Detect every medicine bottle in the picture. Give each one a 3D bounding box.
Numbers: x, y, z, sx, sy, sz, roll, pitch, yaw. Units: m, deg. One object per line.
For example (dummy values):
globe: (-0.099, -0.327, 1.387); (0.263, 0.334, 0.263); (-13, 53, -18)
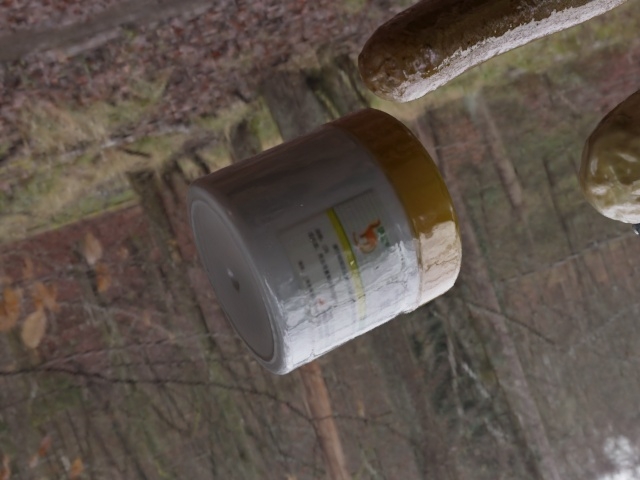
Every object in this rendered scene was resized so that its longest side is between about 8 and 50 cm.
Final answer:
medicine bottle: (0.000, 0.000, 0.937); (0.232, 0.238, 0.238); (-26, -173, -20)

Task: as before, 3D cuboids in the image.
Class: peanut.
peanut: (0.408, -0.113, 0.897); (0.313, 0.152, 0.152); (-24, -173, -24)

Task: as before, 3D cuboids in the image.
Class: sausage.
sausage: (0.276, -0.343, 1.252); (0.500, 0.123, 0.136); (-25, -141, -14)

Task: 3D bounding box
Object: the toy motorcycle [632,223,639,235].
toy motorcycle: (0.523, -0.009, 1.128); (0.108, 0.340, 0.223); (-36, -151, 40)
